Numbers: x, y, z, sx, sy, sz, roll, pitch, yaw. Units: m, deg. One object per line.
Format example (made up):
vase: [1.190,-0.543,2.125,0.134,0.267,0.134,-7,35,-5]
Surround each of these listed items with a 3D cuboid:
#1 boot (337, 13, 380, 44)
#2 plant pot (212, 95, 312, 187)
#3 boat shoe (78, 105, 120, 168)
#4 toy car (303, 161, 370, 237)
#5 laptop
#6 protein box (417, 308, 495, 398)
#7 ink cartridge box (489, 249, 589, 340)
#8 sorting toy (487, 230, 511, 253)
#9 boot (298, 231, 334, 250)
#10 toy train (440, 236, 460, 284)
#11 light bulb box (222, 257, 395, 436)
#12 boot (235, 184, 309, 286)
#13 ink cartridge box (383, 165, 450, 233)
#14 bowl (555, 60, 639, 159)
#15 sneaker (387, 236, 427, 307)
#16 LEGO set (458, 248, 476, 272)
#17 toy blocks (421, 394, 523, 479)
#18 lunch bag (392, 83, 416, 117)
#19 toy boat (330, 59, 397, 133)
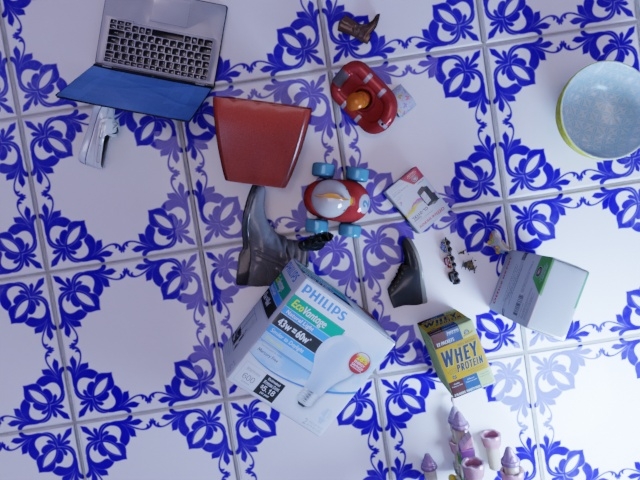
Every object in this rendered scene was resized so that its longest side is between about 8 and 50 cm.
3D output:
boot: [0.119,-0.687,1.682,0.114,0.037,0.107,28,90,3]
plant pot: [-0.173,-0.293,1.598,0.266,0.267,0.236,7,104,-1]
boat shoe: [-0.669,-0.349,1.670,0.084,0.095,0.258,22,103,-6]
toy car: [0.052,-0.122,1.608,0.210,0.238,0.220,8,93,-1]
laptop: [-0.511,-0.565,1.580,0.381,0.236,0.409,11,93,-2]
protein box: [0.414,0.341,1.655,0.135,0.200,0.201,-22,93,0]
ink cartridge box: [0.642,0.152,1.605,0.121,0.289,0.211,19,93,-4]
sorting toy: [0.572,0.013,1.702,0.045,0.075,0.083,-43,92,1]
boot: [0.000,-0.001,1.650,0.099,0.121,0.045,-24,79,40]
toy train: [0.416,0.067,1.729,0.036,0.027,0.159,-15,94,11]
light bulb box: [-0.042,0.312,1.599,0.357,0.225,0.361,37,93,-19]
boot: [-0.140,-0.007,1.690,0.222,0.118,0.339,6,100,-8]
ink cartridge box: [0.303,-0.126,1.693,0.127,0.072,0.175,-40,92,1]
bowl: [0.843,-0.386,1.643,0.289,0.156,0.290,0,93,0]
sneaker: [0.261,0.105,1.699,0.117,0.083,0.222,-13,94,1]
LEGO set: [0.476,0.070,1.734,0.054,0.023,0.083,-10,80,-2]
toy blocks: [0.427,0.652,1.633,0.308,0.288,0.260,-10,97,3]
lunch bag: [0.250,-0.435,1.687,0.071,0.053,0.083,-41,82,0]
toy boat: [0.124,-0.423,1.619,0.231,0.151,0.151,45,124,-2]
